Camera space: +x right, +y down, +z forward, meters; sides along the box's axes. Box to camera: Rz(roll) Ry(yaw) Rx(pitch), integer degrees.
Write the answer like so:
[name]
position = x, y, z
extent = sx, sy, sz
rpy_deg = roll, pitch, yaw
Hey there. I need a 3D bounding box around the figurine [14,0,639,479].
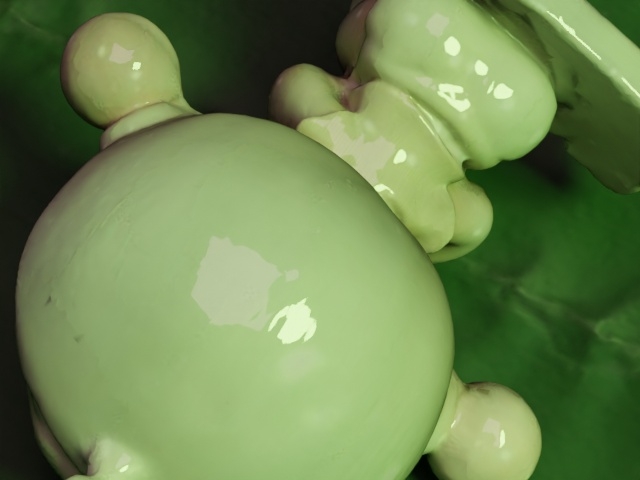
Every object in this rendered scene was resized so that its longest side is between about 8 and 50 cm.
[figurine]
position = 0.008, 0.003, 0.520
extent = 0.144, 0.182, 0.256
rpy_deg = 10, 56, 52
